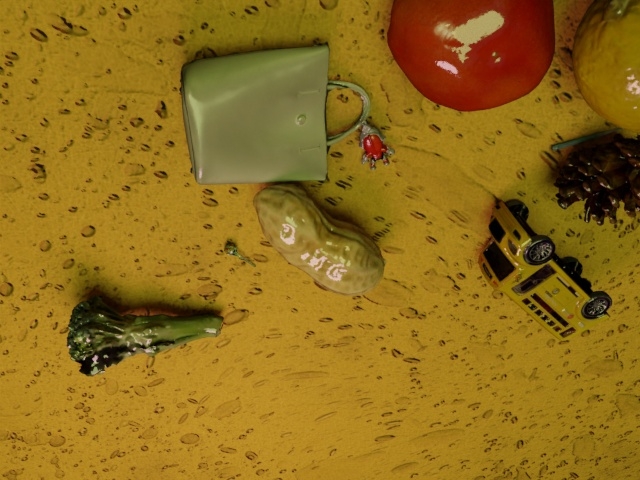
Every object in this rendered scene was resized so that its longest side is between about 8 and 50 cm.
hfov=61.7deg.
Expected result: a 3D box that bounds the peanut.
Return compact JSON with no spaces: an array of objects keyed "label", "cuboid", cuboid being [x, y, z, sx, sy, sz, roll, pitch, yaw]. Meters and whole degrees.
[{"label":"peanut","cuboid":[0.000,0.000,1.002,0.306,0.147,0.147,34,114,-23]}]

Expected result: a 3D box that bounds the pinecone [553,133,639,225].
[{"label":"pinecone","cuboid":[0.526,-0.108,0.965,0.195,0.179,0.149,-14,106,24]}]

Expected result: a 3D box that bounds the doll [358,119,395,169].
[{"label":"doll","cuboid":[0.094,-0.174,0.953,0.057,0.039,0.114,5,145,28]}]

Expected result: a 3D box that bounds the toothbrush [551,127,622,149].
[{"label":"toothbrush","cuboid":[0.516,-0.194,1.003,0.167,0.014,0.011,-15,120,3]}]

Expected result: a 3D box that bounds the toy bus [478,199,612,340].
[{"label":"toy bus","cuboid":[0.441,0.068,1.093,0.331,0.145,0.151,36,115,-27]}]

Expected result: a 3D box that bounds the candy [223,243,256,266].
[{"label":"candy","cuboid":[-0.161,0.033,1.077,0.025,0.023,0.083,-41,129,10]}]

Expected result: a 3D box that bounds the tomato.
[{"label":"tomato","cuboid":[0.229,-0.307,0.796,0.260,0.180,0.259,-2,126,-3]}]

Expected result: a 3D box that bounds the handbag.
[{"label":"handbag","cuboid":[-0.064,-0.197,0.883,0.316,0.109,0.241,-5,125,-8]}]

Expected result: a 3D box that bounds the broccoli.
[{"label":"broccoli","cuboid":[-0.350,0.182,1.095,0.304,0.165,0.145,0,93,-23]}]

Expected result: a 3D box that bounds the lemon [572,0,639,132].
[{"label":"lemon","cuboid":[0.520,-0.283,0.807,0.267,0.267,0.267,-3,124,-5]}]
